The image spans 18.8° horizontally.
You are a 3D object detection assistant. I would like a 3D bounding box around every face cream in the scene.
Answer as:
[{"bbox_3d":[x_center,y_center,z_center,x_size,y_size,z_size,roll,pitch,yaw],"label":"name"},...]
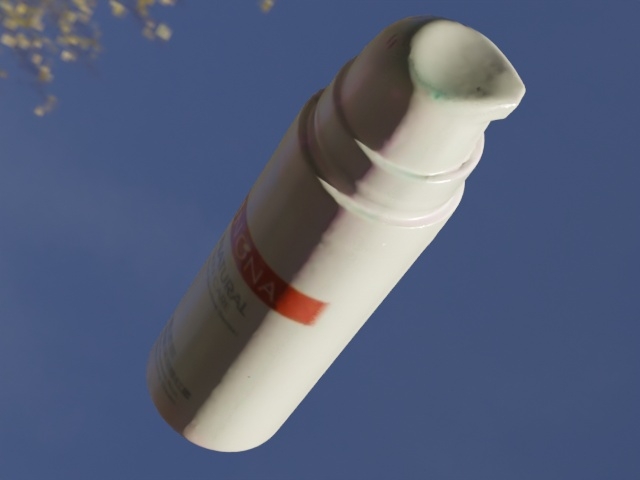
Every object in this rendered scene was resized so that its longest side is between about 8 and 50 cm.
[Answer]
[{"bbox_3d":[0.000,0.000,1.092,0.102,0.102,0.345,63,-36,24],"label":"face cream"}]
